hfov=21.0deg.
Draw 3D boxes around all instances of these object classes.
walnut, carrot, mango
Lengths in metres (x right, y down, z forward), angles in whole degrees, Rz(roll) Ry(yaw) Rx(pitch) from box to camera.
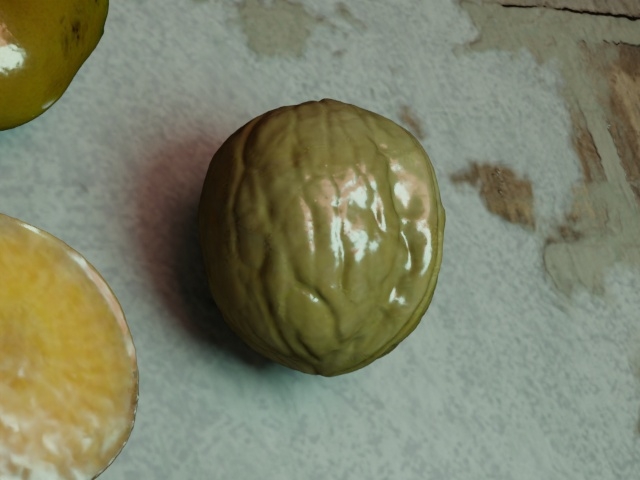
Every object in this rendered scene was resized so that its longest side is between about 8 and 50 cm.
[{"bbox_3d":[0.000,0.000,1.394,0.228,0.228,0.228,16,58,-28],"label":"walnut"},{"bbox_3d":[-0.262,0.106,1.117,0.196,0.254,0.196,19,58,-33],"label":"carrot"},{"bbox_3d":[-0.254,-0.177,1.363,0.151,0.120,0.221,41,43,-15],"label":"mango"}]
